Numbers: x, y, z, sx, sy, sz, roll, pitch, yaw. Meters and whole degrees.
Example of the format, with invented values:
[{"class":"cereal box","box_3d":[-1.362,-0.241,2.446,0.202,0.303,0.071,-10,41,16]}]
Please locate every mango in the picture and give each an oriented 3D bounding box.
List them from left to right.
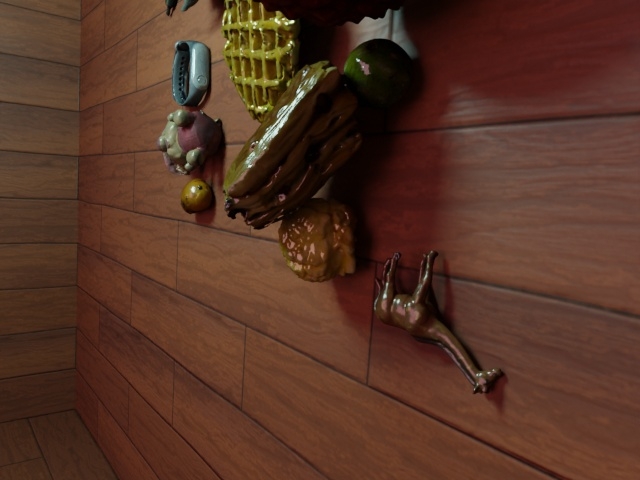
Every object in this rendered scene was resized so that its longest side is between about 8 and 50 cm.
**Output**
[{"class":"mango","box_3d":[-0.394,-0.137,1.611,0.159,0.084,0.105,-17,72,52]}]

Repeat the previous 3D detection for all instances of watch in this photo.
[{"class":"watch","box_3d":[-0.416,-0.532,1.648,0.193,0.068,0.206,0,92,52]}]

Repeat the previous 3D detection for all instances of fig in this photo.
[{"class":"fig","box_3d":[0.092,-0.287,0.944,0.156,0.123,0.123,-42,58,56]}]

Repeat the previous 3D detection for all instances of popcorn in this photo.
[{"class":"popcorn","box_3d":[0.000,0.000,1.046,0.180,0.170,0.180,-42,40,49]}]

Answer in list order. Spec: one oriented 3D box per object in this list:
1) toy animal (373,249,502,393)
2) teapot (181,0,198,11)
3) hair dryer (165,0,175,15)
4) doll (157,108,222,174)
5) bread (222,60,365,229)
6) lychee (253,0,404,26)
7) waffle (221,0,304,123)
[{"class":"toy animal","box_3d":[0.188,0.132,0.872,0.224,0.066,0.230,-6,76,34]},{"class":"teapot","box_3d":[-0.346,-0.780,1.499,0.149,0.162,0.239,25,96,62]},{"class":"hair dryer","box_3d":[-0.483,-0.850,1.743,0.196,0.078,0.248,65,146,27]},{"class":"doll","box_3d":[-0.409,-0.301,1.574,0.256,0.152,0.196,5,82,57]},{"class":"bread","box_3d":[-0.045,-0.172,0.993,0.324,0.167,0.277,-51,16,12]},{"class":"lychee","box_3d":[-0.008,-0.553,0.771,0.424,0.500,0.425,-163,90,-77]},{"class":"waffle","box_3d":[-0.141,-0.476,1.203,0.382,0.095,0.380,67,151,23]}]
